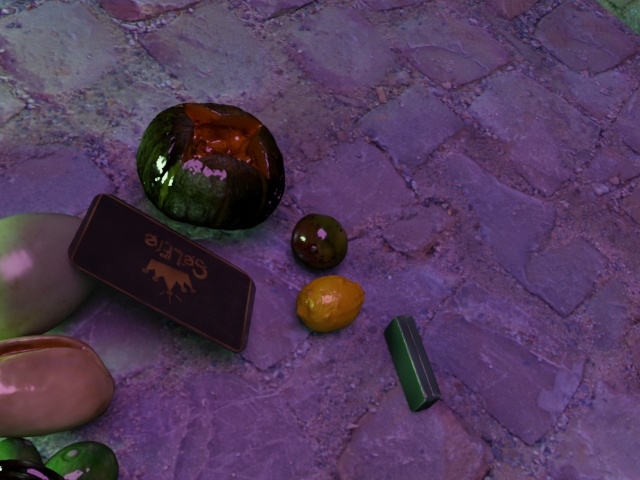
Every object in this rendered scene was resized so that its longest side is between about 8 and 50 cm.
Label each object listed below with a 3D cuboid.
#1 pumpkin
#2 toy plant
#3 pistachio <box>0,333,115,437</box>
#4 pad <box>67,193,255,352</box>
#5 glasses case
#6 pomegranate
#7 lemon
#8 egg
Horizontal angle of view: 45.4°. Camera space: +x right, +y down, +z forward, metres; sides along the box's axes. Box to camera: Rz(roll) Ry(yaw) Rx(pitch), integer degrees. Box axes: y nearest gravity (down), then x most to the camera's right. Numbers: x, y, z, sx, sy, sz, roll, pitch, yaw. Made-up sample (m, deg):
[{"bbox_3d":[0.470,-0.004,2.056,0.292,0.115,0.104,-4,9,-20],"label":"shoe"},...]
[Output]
[{"bbox_3d":[-0.227,-0.158,1.593,0.320,0.192,0.320,17,42,-16],"label":"pumpkin"},{"bbox_3d":[-0.456,0.408,1.231,0.218,0.175,0.235,13,31,0],"label":"toy plant"},{"bbox_3d":[-0.496,0.253,1.291,0.299,0.187,0.187,-3,59,-29],"label":"pistachio"},{"bbox_3d":[-0.269,0.021,1.471,0.375,0.063,0.315,32,29,-20],"label":"pad"},{"bbox_3d":[0.183,0.246,1.541,0.039,0.078,0.184,-6,61,-22],"label":"glasses case"},{"bbox_3d":[-0.003,0.004,1.627,0.130,0.130,0.130,7,58,-11],"label":"pomegranate"},{"bbox_3d":[0.021,0.126,1.553,0.155,0.114,0.114,-16,64,-27],"label":"lemon"},{"bbox_3d":[-0.523,0.057,1.389,0.295,0.218,0.218,-29,70,-35],"label":"egg"}]
